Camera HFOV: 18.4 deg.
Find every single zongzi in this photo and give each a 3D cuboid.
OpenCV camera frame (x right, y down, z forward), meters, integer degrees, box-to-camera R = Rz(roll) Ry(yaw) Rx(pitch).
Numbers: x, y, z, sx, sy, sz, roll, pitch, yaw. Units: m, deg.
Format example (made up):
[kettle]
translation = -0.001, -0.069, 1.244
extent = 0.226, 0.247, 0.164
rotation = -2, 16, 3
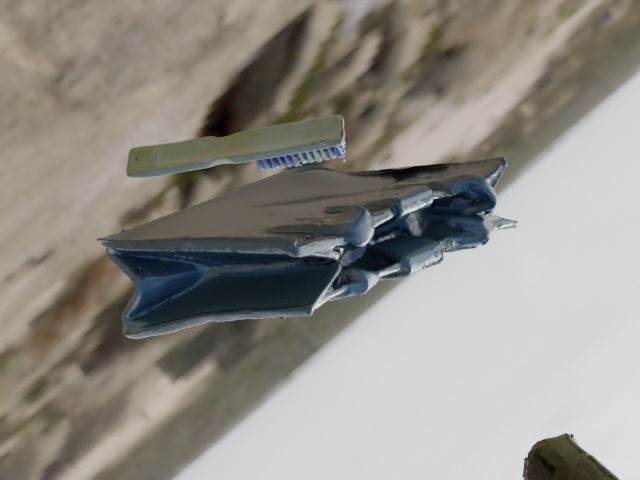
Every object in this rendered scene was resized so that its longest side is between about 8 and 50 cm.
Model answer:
[zongzi]
translation = 0.209, 0.239, 1.521
extent = 0.062, 0.154, 0.130
rotation = -13, 130, -40

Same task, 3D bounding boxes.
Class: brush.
[brush]
translation = -0.063, -0.067, 1.518
extent = 0.178, 0.030, 0.033
rotation = -8, -125, 18

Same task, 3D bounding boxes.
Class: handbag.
[handbag]
translation = 0.000, 0.000, 1.189
extent = 0.179, 0.062, 0.229
rotation = -3, -168, 36
